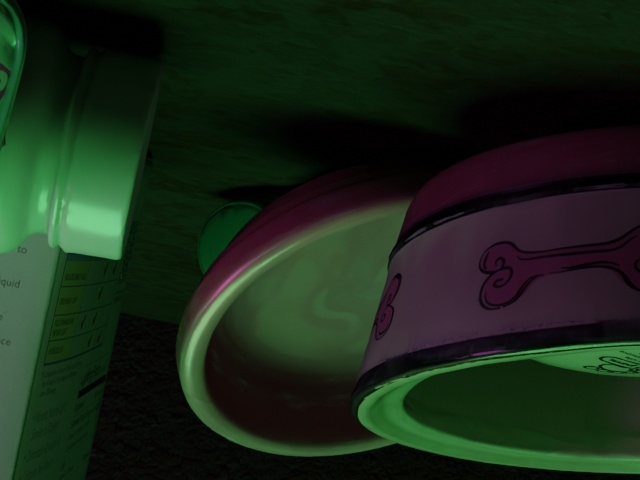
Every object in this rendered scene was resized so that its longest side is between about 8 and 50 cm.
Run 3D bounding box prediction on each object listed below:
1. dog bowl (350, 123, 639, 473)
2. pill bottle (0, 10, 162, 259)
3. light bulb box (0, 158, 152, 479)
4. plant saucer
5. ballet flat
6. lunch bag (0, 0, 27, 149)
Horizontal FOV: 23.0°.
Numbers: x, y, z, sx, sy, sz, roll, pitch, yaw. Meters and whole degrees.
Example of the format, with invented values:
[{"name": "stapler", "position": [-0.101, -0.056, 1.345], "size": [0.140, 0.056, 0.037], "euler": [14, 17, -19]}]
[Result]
[{"name": "dog bowl", "position": [0.226, 0.051, 1.060], "size": [0.408, 0.150, 0.408], "euler": [2, 162, 1]}, {"name": "pill bottle", "position": [-0.254, -0.081, 1.018], "size": [0.283, 0.160, 0.160], "euler": [12, 171, -6]}, {"name": "light bulb box", "position": [-0.300, 0.077, 1.290], "size": [0.225, 0.361, 0.358], "euler": [12, 180, 1]}, {"name": "plant saucer", "position": [0.042, 0.049, 1.272], "size": [0.332, 0.084, 0.332], "euler": [-12, 142, -10]}, {"name": "ballet flat", "position": [0.000, 0.000, 1.465], "size": [0.124, 0.116, 0.342], "euler": [-4, 174, -26]}, {"name": "lunch bag", "position": [-0.301, -0.091, 0.848], "size": [0.279, 0.224, 0.108], "euler": [14, -164, -21]}]
